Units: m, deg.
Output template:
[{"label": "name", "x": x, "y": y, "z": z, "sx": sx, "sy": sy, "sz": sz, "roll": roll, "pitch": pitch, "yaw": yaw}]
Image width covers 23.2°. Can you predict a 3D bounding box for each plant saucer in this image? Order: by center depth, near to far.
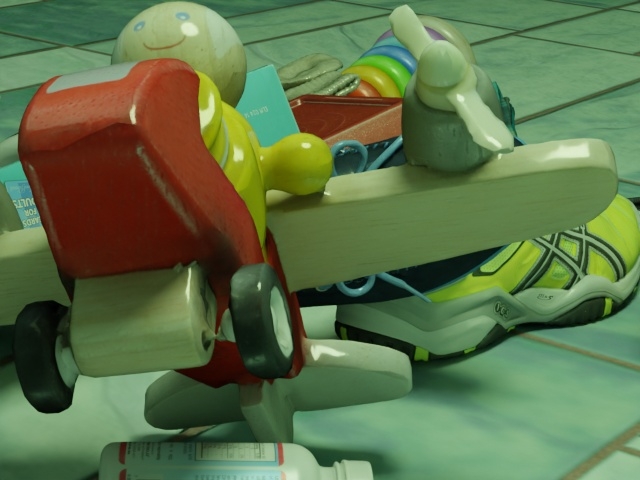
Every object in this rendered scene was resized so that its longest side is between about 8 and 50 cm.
[{"label": "plant saucer", "x": -0.038, "y": -0.084, "z": 1.509, "sx": 0.259, "sy": 0.048, "sz": 0.258, "roll": -26, "pitch": 18, "yaw": -27}]

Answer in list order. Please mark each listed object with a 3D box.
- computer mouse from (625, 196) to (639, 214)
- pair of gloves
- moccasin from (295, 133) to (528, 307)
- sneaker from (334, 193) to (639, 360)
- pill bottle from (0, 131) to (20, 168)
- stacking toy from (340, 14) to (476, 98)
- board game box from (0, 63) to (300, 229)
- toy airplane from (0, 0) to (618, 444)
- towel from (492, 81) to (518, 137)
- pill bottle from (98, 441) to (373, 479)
[{"label": "computer mouse", "x": 0.342, "y": -0.008, "z": 1.570, "sx": 0.106, "sy": 0.042, "sz": 0.193, "roll": 0, "pitch": 12, "yaw": -21}, {"label": "pair of gloves", "x": -0.081, "y": -0.152, "z": 1.771, "sx": 0.240, "sy": 0.042, "sz": 0.204, "roll": -25, "pitch": 15, "yaw": -5}, {"label": "moccasin", "x": 0.000, "y": 0.000, "z": 1.193, "sx": 0.342, "sy": 0.138, "sz": 0.117, "roll": -20, "pitch": -15, "yaw": 26}, {"label": "sneaker", "x": 0.170, "y": -0.006, "z": 1.369, "sx": 0.145, "sy": 0.147, "sz": 0.384, "roll": 15, "pitch": 21, "yaw": 38}, {"label": "pill bottle", "x": -0.246, "y": -0.072, "z": 1.560, "sx": 0.117, "sy": 0.117, "sz": 0.215, "roll": 7, "pitch": 19, "yaw": 13}, {"label": "stacking toy", "x": 0.065, "y": -0.171, "z": 1.913, "sx": 0.141, "sy": 0.141, "sz": 0.330, "roll": 12, "pitch": 27, "yaw": 28}, {"label": "board game box", "x": -0.217, "y": -0.032, "z": 1.276, "sx": 0.336, "sy": 0.079, "sz": 0.253, "roll": -27, "pitch": 7, "yaw": -40}, {"label": "toy airplane", "x": -0.068, "y": -0.012, "z": 0.977, "sx": 0.386, "sy": 0.272, "sz": 0.384, "roll": 3, "pitch": -19, "yaw": -33}, {"label": "towel", "x": 0.017, "y": -0.075, "z": 1.565, "sx": 0.370, "sy": 0.040, "sz": 0.271, "roll": -14, "pitch": 16, "yaw": 8}, {"label": "pill bottle", "x": -0.051, "y": 0.163, "z": 0.924, "sx": 0.160, "sy": 0.087, "sz": 0.087, "roll": 2, "pitch": 18, "yaw": -4}]
